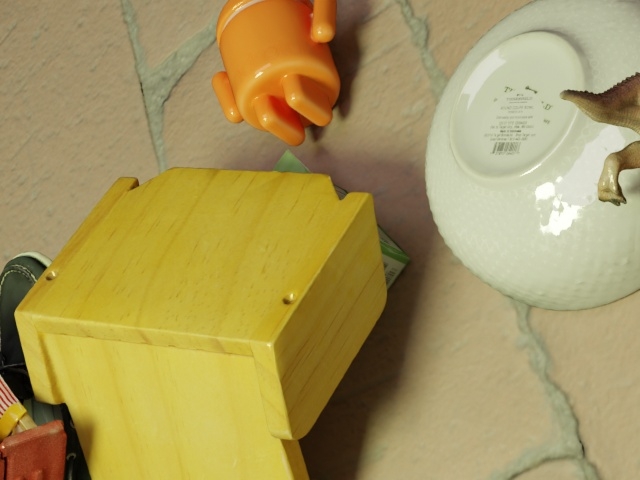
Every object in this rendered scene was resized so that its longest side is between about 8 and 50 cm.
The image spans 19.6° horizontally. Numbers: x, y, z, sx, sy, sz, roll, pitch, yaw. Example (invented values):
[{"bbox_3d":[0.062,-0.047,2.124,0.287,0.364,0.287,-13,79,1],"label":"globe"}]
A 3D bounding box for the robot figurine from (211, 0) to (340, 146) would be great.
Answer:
[{"bbox_3d":[-0.049,-0.215,2.169,0.158,0.128,0.219,108,152,-46],"label":"robot figurine"}]

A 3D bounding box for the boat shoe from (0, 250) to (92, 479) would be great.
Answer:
[{"bbox_3d":[-0.330,0.185,2.144,0.127,0.113,0.340,-5,95,37],"label":"boat shoe"}]

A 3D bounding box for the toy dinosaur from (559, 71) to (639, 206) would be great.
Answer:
[{"bbox_3d":[0.362,-0.110,1.662,0.296,0.127,0.200,21,79,3],"label":"toy dinosaur"}]

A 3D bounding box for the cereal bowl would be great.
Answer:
[{"bbox_3d":[0.233,-0.108,1.832,0.339,0.141,0.339,-21,56,35],"label":"cereal bowl"}]

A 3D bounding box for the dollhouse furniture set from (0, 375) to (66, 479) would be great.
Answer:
[{"bbox_3d":[-0.402,0.293,2.058,0.201,0.152,0.374,45,140,35],"label":"dollhouse furniture set"}]

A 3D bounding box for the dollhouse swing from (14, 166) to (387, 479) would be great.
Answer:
[{"bbox_3d":[-0.095,0.139,1.996,0.347,0.305,0.315,3,45,36],"label":"dollhouse swing"}]

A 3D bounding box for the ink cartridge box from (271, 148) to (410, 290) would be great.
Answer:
[{"bbox_3d":[0.000,0.000,2.058,0.109,0.062,0.209,-54,43,11],"label":"ink cartridge box"}]
